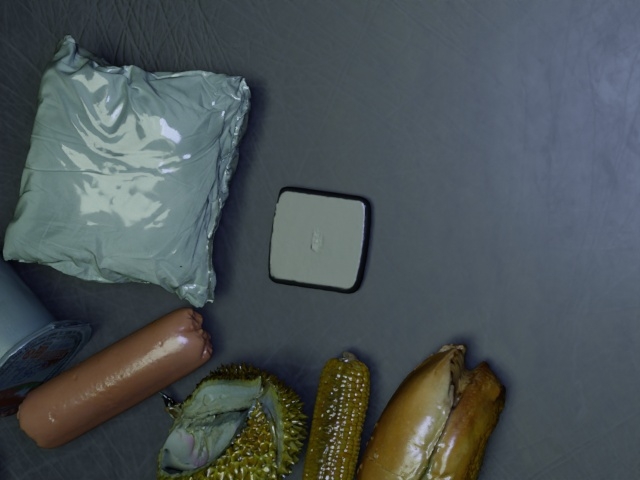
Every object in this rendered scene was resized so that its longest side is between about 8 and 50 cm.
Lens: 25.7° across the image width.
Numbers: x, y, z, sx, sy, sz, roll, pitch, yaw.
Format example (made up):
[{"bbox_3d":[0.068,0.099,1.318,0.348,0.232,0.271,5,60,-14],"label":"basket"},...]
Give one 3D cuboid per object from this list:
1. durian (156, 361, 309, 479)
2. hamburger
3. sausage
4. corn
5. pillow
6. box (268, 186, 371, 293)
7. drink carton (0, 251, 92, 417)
[{"bbox_3d":[-0.110,0.251,1.774,0.137,0.237,0.193,35,80,-31],"label":"durian"},{"bbox_3d":[0.122,0.263,1.700,0.144,0.156,0.283,22,102,13],"label":"hamburger"},{"bbox_3d":[-0.268,0.182,1.830,0.289,0.086,0.086,-29,87,12],"label":"sausage"},{"bbox_3d":[0.020,0.236,1.739,0.068,0.068,0.207,5,68,14],"label":"corn"},{"bbox_3d":[-0.237,-0.087,1.778,0.283,0.138,0.310,16,100,5],"label":"pillow"},{"bbox_3d":[0.000,0.000,1.779,0.125,0.027,0.126,9,95,11],"label":"box"},{"bbox_3d":[-0.430,0.109,1.834,0.191,0.185,0.190,-45,71,15],"label":"drink carton"}]
